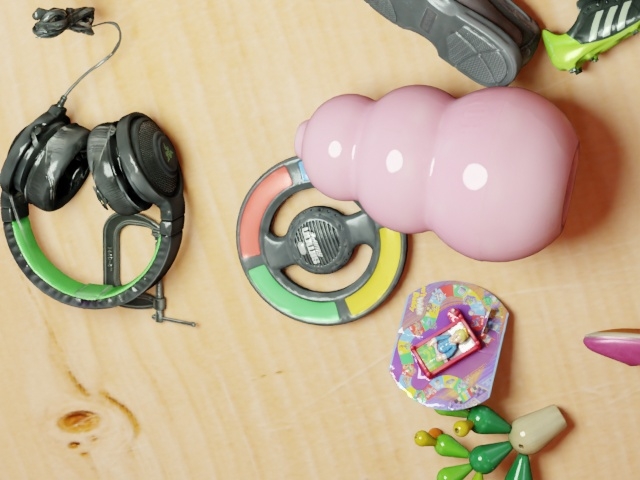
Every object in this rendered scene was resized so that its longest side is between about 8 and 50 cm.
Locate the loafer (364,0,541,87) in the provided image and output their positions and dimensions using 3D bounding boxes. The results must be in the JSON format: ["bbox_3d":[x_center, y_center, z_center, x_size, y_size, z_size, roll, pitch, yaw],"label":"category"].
[{"bbox_3d":[0.132,-0.306,1.389,0.302,0.095,0.109,42,149,5],"label":"loafer"}]

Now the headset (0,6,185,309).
[{"bbox_3d":[-0.307,-0.100,1.489,0.243,0.185,0.394,4,102,13],"label":"headset"}]

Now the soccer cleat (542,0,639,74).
[{"bbox_3d":[0.343,-0.263,1.351,0.179,0.060,0.072,-30,81,19],"label":"soccer cleat"}]

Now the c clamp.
[{"bbox_3d":[-0.238,0.038,1.593,0.137,0.022,0.161,1,104,20],"label":"c clamp"}]

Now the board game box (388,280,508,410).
[{"bbox_3d":[0.159,0.126,1.458,0.133,0.033,0.169,12,74,16],"label":"board game box"}]

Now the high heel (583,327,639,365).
[{"bbox_3d":[0.439,0.174,1.414,0.244,0.082,0.117,7,94,0],"label":"high heel"}]

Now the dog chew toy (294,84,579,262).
[{"bbox_3d":[0.130,-0.093,1.370,0.332,0.206,0.207,12,105,15],"label":"dog chew toy"}]

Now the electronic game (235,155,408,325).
[{"bbox_3d":[0.000,0.000,1.505,0.229,0.048,0.229,3,104,14],"label":"electronic game"}]

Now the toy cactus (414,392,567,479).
[{"bbox_3d":[0.232,0.272,1.494,0.180,0.112,0.219,-30,92,0],"label":"toy cactus"}]
